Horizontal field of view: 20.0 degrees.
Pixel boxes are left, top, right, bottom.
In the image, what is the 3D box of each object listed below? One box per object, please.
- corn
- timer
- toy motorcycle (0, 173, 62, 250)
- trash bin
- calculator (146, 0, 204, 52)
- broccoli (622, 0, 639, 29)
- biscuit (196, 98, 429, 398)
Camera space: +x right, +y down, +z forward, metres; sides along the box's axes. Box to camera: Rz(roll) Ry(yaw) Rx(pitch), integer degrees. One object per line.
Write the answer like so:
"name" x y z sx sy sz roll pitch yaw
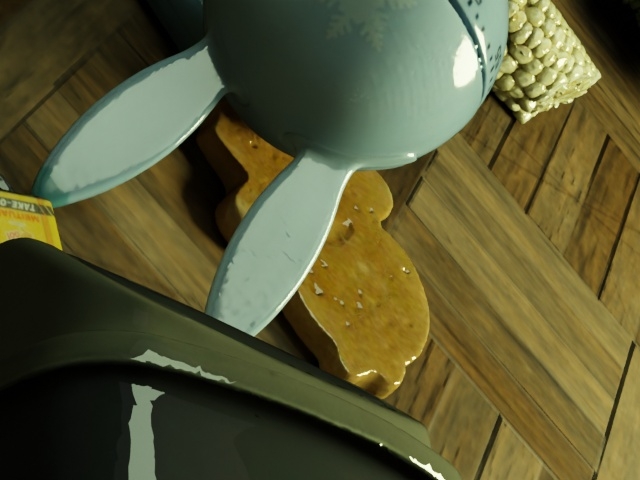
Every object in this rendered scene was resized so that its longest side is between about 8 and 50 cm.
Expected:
"corn" 0.115 -0.161 1.260 0.211 0.087 0.087 49 32 -17
"timer" -0.014 -0.077 0.933 0.175 0.255 0.175 41 0 0
"toy motorcycle" -0.215 -0.036 0.683 0.263 0.091 0.157 8 59 -53
"trash bin" -0.056 0.154 0.642 0.209 0.182 0.290 29 46 -38
"calculator" -0.075 -0.174 1.052 0.210 0.039 0.121 57 33 1
"broccoli" 0.373 -0.224 1.512 0.248 0.245 0.288 12 46 -37
"biscuit" 0.000 -0.003 1.000 0.184 0.027 0.133 54 36 2
